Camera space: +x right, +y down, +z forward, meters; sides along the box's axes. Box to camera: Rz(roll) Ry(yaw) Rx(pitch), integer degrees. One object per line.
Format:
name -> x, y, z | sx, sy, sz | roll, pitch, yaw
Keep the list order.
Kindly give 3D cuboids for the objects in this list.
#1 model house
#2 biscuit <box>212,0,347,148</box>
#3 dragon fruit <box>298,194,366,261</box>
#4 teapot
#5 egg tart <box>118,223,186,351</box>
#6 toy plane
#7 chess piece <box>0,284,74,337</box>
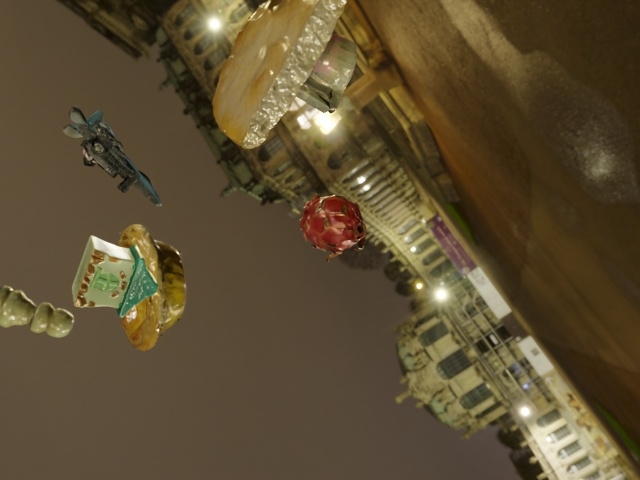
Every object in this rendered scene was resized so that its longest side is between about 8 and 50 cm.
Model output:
model house -> -0.400, 0.074, 1.017 | 0.148, 0.127, 0.100 | 18, -172, -33
biscuit -> -0.142, -0.454, 1.341 | 0.104, 0.430, 0.446 | 23, -173, -35
dragon fruit -> 0.034, -0.035, 1.087 | 0.165, 0.133, 0.136 | 12, 128, 47
teapot -> -0.011, -0.483, 1.451 | 0.178, 0.222, 0.163 | 16, -173, -19
egg tart -> -0.508, 0.136, 1.541 | 0.168, 0.388, 0.388 | -4, -131, -32
toy plane -> -0.426, -0.159, 1.059 | 0.078, 0.169, 0.246 | -44, -75, -36
chess piece -> -0.937, 0.245, 1.679 | 0.243, 0.133, 0.133 | 21, -158, -17
